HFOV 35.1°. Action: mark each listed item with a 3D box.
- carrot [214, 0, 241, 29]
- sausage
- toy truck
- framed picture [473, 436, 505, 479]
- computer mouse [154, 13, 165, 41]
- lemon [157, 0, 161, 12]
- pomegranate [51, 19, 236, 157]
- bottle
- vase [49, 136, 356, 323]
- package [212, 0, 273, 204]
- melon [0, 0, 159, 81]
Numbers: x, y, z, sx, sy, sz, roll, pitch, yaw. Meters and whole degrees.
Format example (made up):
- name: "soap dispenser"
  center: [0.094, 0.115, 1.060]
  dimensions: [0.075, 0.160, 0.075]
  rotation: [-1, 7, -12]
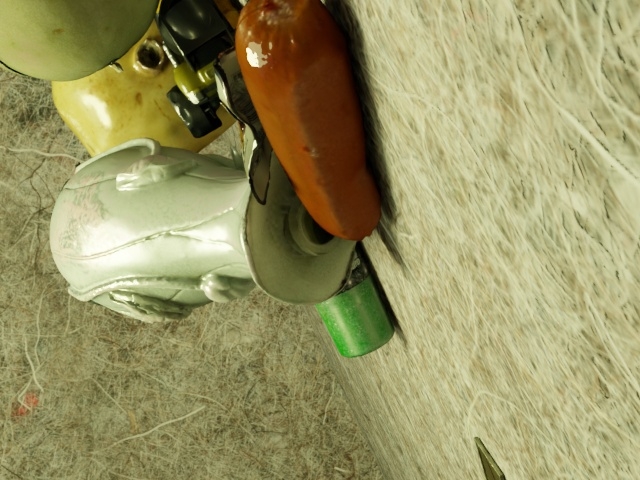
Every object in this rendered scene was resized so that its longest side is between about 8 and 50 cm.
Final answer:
- name: "carrot"
  center: [-0.162, -0.352, 1.511]
  dimensions: [0.314, 0.066, 0.066]
  rotation: [-118, 5, -54]
- name: "sausage"
  center: [-0.006, -0.108, 0.965]
  dimensions: [0.097, 0.094, 0.348]
  rotation: [60, 174, 33]
- name: "toy truck"
  center: [-0.140, -0.236, 1.278]
  dimensions: [0.165, 0.147, 0.224]
  rotation: [57, 179, -10]
- name: "framed picture"
  center: [0.205, 0.280, 1.194]
  dimensions: [0.066, 0.006, 0.089]
  rotation: [58, 171, 51]
- name: "computer mouse"
  center: [-0.223, -0.387, 1.504]
  dimensions: [0.106, 0.062, 0.192]
  rotation: [-33, 48, 57]
- name: "lemon"
  center: [-0.244, -0.403, 1.362]
  dimensions: [0.257, 0.188, 0.188]
  rotation: [50, 167, 40]
- name: "pomegranate"
  center: [-0.280, -0.265, 1.685]
  dimensions: [0.333, 0.332, 0.332]
  rotation: [63, 174, 11]
- name: "bottle"
  center: [0.000, 0.000, 1.386]
  dimensions: [0.330, 0.093, 0.093]
  rotation: [66, 174, -12]
- name: "vase"
  center: [-0.155, -0.014, 1.276]
  dimensions: [0.445, 0.250, 0.250]
  rotation: [-2, 119, 46]
- name: "package"
  center: [-0.062, -0.161, 1.039]
  dimensions: [0.232, 0.040, 0.166]
  rotation: [-79, -21, -44]
- name: "melon"
  center: [-0.310, -0.336, 1.147]
  dimensions: [0.268, 0.268, 0.330]
  rotation: [-128, 15, -65]
